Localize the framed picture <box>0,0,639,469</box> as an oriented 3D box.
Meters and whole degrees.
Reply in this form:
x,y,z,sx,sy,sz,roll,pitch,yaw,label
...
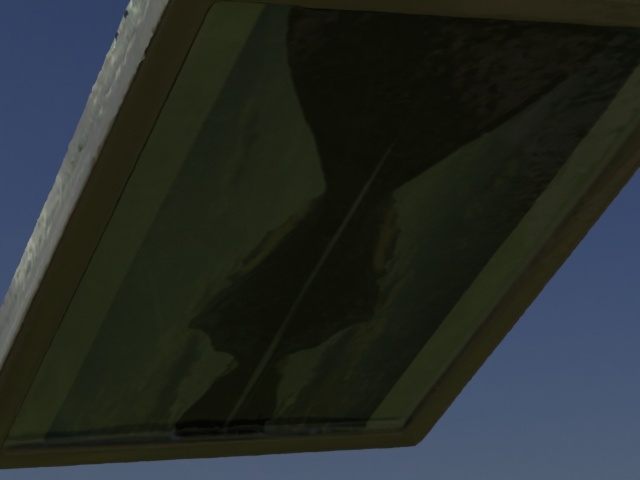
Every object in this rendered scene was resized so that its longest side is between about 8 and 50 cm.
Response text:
x,y,z,sx,sy,sz,roll,pitch,yaw,label
0.000,0.000,0.474,0.150,0.015,0.203,1,-37,-27,framed picture
